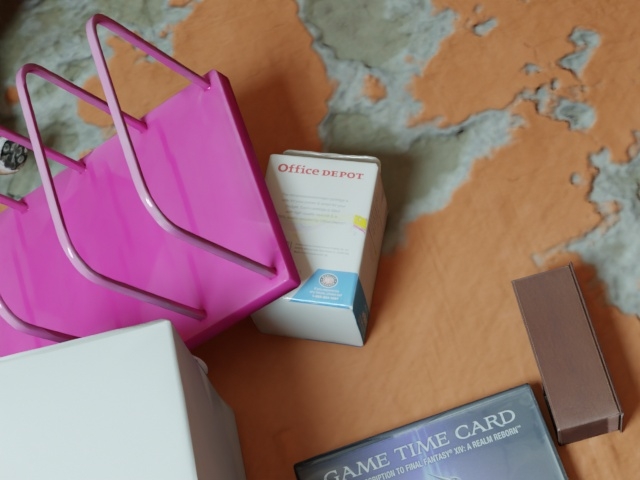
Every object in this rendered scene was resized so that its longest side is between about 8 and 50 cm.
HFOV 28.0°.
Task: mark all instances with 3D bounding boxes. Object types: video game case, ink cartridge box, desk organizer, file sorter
[{"bbox_3d":[0.111,0.260,0.939,0.196,0.026,0.274,-19,62,0],"label":"video game case"},{"bbox_3d":[0.000,0.000,1.043,0.092,0.090,0.143,7,66,13],"label":"ink cartridge box"},{"bbox_3d":[0.190,0.088,0.995,0.050,0.047,0.130,-16,63,4],"label":"desk organizer"},{"bbox_3d":[-0.205,-0.004,0.975,0.290,0.182,0.202,-31,61,19],"label":"file sorter"}]

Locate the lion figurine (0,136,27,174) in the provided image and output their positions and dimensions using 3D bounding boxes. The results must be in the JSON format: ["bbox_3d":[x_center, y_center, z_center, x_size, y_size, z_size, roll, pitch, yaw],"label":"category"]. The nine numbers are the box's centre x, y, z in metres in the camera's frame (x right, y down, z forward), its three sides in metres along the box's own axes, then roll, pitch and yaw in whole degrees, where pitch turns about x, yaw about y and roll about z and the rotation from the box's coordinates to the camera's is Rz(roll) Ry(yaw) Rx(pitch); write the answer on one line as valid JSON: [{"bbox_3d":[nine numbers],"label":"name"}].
[{"bbox_3d":[-0.332,-0.222,1.174,0.240,0.142,0.392,6,70,44],"label":"lion figurine"}]

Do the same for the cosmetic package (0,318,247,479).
[{"bbox_3d":[-0.117,0.272,0.867,0.156,0.217,0.385,-15,62,2],"label":"cosmetic package"}]
